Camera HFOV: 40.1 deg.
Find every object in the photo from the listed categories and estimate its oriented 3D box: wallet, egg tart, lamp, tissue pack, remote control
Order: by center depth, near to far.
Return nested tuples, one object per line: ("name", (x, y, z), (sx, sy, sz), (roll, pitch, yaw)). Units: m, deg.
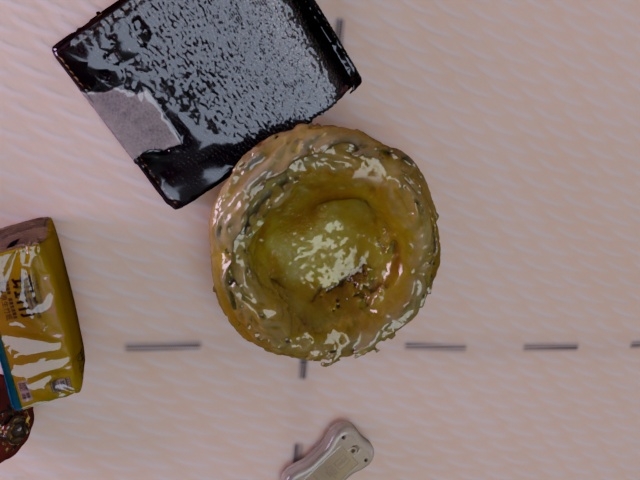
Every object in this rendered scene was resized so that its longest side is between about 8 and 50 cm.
("tissue pack", (-0.301, 0.072, 0.918), (0.082, 0.120, 0.169), (-12, 108, -12))
("wallet", (-0.115, -0.187, 0.935), (0.262, 0.071, 0.221), (-34, 114, 1))
("lamp", (-0.358, 0.195, 0.952), (0.101, 0.090, 0.101), (-27, 124, -49))
("egg tart", (0.000, 0.000, 0.991), (0.288, 0.118, 0.288), (-7, 114, -16))
("remote control", (0.009, 0.290, 1.129), (0.122, 0.032, 0.074), (-42, 113, -4))
